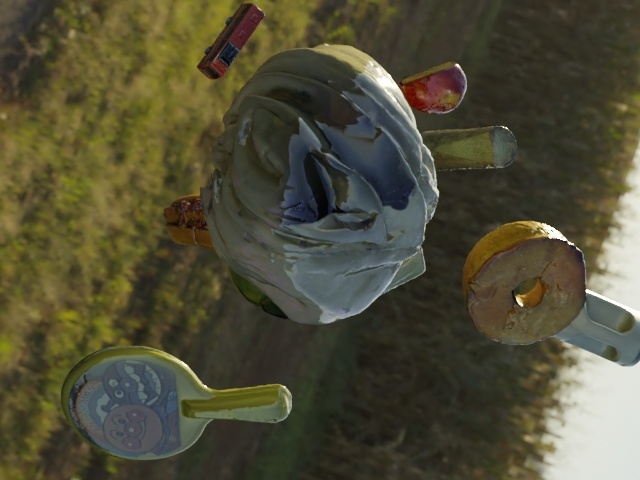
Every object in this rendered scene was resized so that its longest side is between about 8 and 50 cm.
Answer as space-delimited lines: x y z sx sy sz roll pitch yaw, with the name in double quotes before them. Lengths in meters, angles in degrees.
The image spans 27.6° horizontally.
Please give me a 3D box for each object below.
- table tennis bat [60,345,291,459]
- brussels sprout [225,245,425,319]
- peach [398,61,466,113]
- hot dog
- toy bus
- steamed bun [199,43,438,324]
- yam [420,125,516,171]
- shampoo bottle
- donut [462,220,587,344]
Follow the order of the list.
"table tennis bat" -0.230 0.264 2.072 0.054 0.368 0.224 -87 176 -59
"brussels sprout" 0.000 0.000 1.719 0.219 0.271 0.210 35 51 -78
"peach" 0.148 -0.199 1.687 0.077 0.083 0.050 -62 -164 14
"hot dog" -0.117 -0.026 1.952 0.076 0.249 0.102 81 24 -54
"toy bus" -0.116 -0.260 1.696 0.043 0.031 0.110 9 -117 57
"steamed bun" -0.001 -0.074 1.488 0.206 0.275 0.320 121 -48 -75
"yam" 0.216 -0.138 1.984 0.068 0.169 0.068 0 91 -39
"shampoo bottle" 0.416 0.127 1.950 0.118 0.234 0.087 -116 -130 -73
"donut" 0.272 0.052 1.760 0.190 0.174 0.075 51 11 -38
